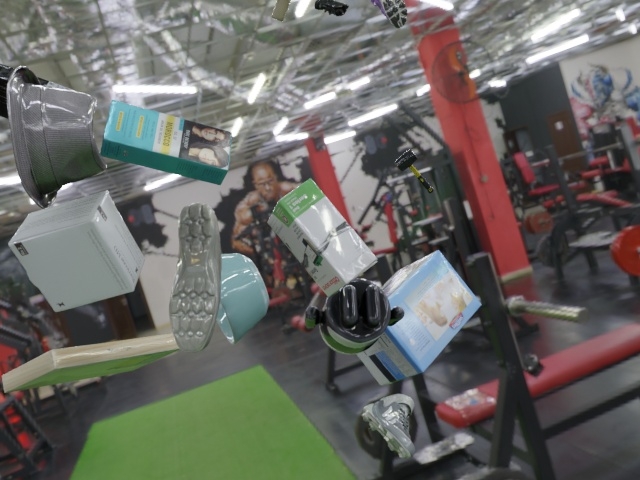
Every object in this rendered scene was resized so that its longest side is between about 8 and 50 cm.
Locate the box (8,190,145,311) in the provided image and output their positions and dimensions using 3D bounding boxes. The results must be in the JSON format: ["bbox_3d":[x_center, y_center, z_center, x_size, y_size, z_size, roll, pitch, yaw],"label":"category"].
[{"bbox_3d":[-0.476,0.023,1.291,0.182,0.181,0.119,-15,33,8],"label":"box"}]

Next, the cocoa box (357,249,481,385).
[{"bbox_3d":[0.278,0.237,2.002,0.347,0.231,0.228,-39,1,-35],"label":"cocoa box"}]

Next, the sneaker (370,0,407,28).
[{"bbox_3d":[0.188,-0.687,1.874,0.068,0.170,0.071,-36,6,-10],"label":"sneaker"}]

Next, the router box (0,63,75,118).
[{"bbox_3d":[-0.655,-0.316,1.492,0.179,0.046,0.133,20,-37,-7],"label":"router box"}]

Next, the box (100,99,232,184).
[{"bbox_3d":[-0.304,-0.193,1.296,0.244,0.100,0.060,12,-31,-19],"label":"box"}]

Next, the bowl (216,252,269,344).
[{"bbox_3d":[-0.277,0.167,2.123,0.163,0.311,0.311,-23,5,-18],"label":"bowl"}]

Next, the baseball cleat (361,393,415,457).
[{"bbox_3d":[0.157,0.364,1.323,0.109,0.072,0.206,-31,19,-13],"label":"baseball cleat"}]

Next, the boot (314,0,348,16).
[{"bbox_3d":[0.049,-0.792,2.180,0.099,0.045,0.121,23,45,24],"label":"boot"}]

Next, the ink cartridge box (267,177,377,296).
[{"bbox_3d":[0.000,0.000,1.369,0.092,0.219,0.160,-38,-4,-19],"label":"ink cartridge box"}]

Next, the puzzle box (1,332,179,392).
[{"bbox_3d":[-0.619,0.335,1.803,0.272,0.052,0.409,-26,-16,34],"label":"puzzle box"}]

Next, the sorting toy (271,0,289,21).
[{"bbox_3d":[-0.057,-0.600,1.259,0.255,0.089,0.257,-82,15,-51],"label":"sorting toy"}]

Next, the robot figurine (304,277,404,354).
[{"bbox_3d":[0.086,0.197,1.690,0.173,0.209,0.278,-51,-8,-20],"label":"robot figurine"}]

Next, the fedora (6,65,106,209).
[{"bbox_3d":[-0.444,-0.180,1.129,0.124,0.244,0.275,-7,0,-14],"label":"fedora"}]

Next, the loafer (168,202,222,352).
[{"bbox_3d":[-0.260,0.081,1.403,0.112,0.319,0.111,2,-11,4],"label":"loafer"}]

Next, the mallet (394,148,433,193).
[{"bbox_3d":[0.285,-0.197,1.868,0.062,0.039,0.189,-45,-45,15],"label":"mallet"}]
